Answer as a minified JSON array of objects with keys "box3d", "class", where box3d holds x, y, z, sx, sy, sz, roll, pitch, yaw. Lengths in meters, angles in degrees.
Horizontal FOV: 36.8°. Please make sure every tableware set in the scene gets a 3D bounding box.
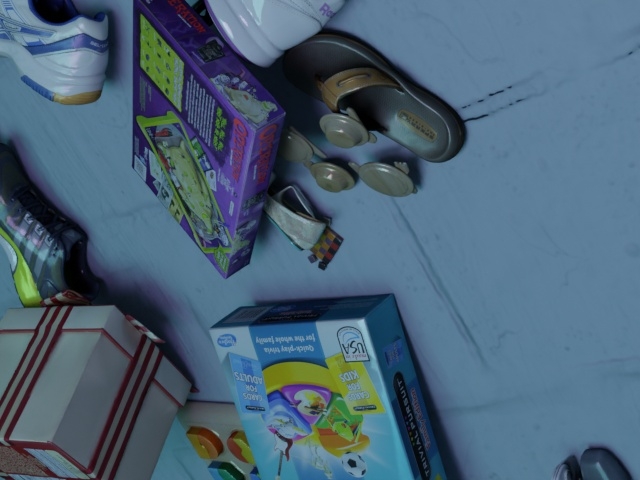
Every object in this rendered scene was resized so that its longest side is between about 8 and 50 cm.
[{"box3d":[0.019,-0.091,1.063,0.168,0.020,0.141,0,149,42],"class":"tableware set"}]

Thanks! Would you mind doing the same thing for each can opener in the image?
[{"box3d":[0.350,0.378,1.153,0.093,0.074,0.280,-10,114,42],"class":"can opener"}]

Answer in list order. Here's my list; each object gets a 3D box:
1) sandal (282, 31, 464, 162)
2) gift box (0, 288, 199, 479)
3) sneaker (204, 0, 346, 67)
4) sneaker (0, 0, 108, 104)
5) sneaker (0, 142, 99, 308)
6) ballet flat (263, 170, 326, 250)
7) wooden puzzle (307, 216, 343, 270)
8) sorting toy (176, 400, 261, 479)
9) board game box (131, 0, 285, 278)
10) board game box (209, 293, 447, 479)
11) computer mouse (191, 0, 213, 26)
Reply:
[{"box3d":[0.048,-0.145,1.015,0.219,0.060,0.090,37,137,11],"class":"sandal"},{"box3d":[-0.347,0.242,1.452,0.276,0.258,0.255,-2,142,26],"class":"gift box"},{"box3d":[-0.083,-0.335,0.961,0.152,0.114,0.305,-26,106,16],"class":"sneaker"},{"box3d":[-0.385,-0.293,1.243,0.296,0.112,0.131,30,118,16],"class":"sneaker"},{"box3d":[-0.431,-0.018,1.483,0.121,0.111,0.300,-11,115,24],"class":"sneaker"},{"box3d":[-0.060,-0.057,1.183,0.168,0.057,0.052,43,103,9],"class":"ballet flat"},{"box3d":[0.000,0.000,1.202,0.049,0.006,0.083,39,137,8],"class":"wooden puzzle"},{"box3d":[-0.133,0.355,1.552,0.193,0.038,0.208,-5,117,41],"class":"sorting toy"},{"box3d":[-0.142,-0.112,1.114,0.208,0.056,0.347,53,156,16],"class":"board game box"},{"box3d":[0.018,0.246,1.266,0.253,0.079,0.336,-8,106,36],"class":"board game box"},{"box3d":[-0.174,-0.332,1.068,0.193,0.042,0.106,47,138,0],"class":"computer mouse"}]
